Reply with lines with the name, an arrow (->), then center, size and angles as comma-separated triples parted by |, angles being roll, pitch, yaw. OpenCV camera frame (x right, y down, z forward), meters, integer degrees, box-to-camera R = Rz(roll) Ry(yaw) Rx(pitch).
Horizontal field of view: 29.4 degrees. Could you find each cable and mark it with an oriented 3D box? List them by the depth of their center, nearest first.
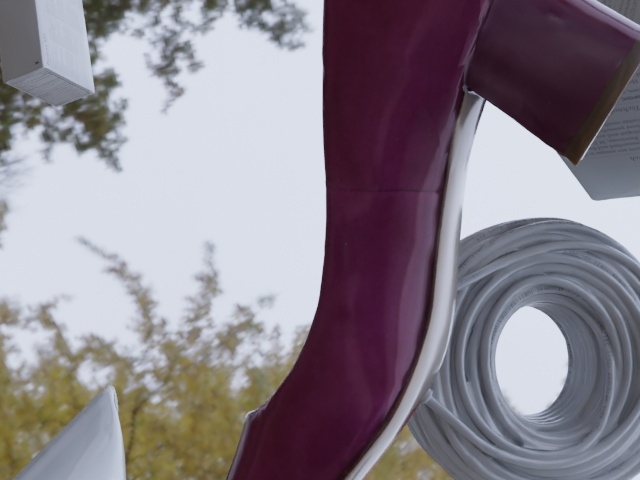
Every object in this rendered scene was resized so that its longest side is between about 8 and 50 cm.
cable -> 0.190, 0.109, 1.077 | 0.257, 0.257, 0.089 | 55, -18, -5

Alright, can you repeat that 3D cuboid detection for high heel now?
high heel -> 0.000, 0.000, 0.645 | 0.181, 0.127, 0.377 | 34, -86, 8

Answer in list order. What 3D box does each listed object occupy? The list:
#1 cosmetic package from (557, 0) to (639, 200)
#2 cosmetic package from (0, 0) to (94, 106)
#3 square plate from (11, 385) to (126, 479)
cosmetic package -> 0.283, -0.151, 1.082 | 0.151, 0.151, 0.183 | -5, -35, 39
cosmetic package -> -0.319, -0.279, 1.370 | 0.060, 0.099, 0.239 | -16, -107, 19
square plate -> -0.267, 0.344, 1.062 | 0.049, 0.347, 0.344 | 28, -37, 20
